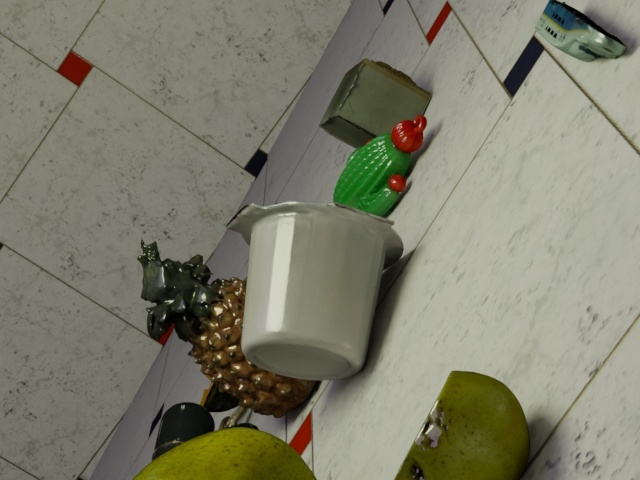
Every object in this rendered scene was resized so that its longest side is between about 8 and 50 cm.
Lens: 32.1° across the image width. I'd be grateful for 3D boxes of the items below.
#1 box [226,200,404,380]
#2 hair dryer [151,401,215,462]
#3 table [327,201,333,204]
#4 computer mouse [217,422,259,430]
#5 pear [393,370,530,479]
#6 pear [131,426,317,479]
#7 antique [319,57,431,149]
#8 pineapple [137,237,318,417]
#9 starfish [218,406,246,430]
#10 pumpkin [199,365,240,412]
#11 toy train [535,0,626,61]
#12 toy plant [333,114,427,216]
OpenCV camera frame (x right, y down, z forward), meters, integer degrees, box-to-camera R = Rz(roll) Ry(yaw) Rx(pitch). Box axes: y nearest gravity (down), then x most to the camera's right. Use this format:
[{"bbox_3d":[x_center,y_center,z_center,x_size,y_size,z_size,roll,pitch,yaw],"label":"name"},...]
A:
[{"bbox_3d":[-0.012,0.094,1.652,0.291,0.263,0.206,59,-144,-58],"label":"box"},{"bbox_3d":[-0.330,0.456,2.077,0.352,0.107,0.189,-40,27,31],"label":"hair dryer"},{"bbox_3d":[0.000,0.000,2.104,0.175,0.062,0.146,-22,29,20],"label":"table"},{"bbox_3d":[-0.178,0.397,1.847,0.137,0.096,0.233,-17,40,36],"label":"computer mouse"},{"bbox_3d":[0.137,0.192,1.026,0.141,0.104,0.141,-55,-13,-19],"label":"pear"},{"bbox_3d":[-0.117,0.368,1.334,0.294,0.294,0.294,-58,13,21],"label":"pear"},{"bbox_3d":[0.100,-0.243,2.034,0.147,0.147,0.152,-62,11,-9],"label":"antique"},{"bbox_3d":[-0.166,0.133,1.828,0.223,0.357,0.223,-56,12,18],"label":"pineapple"},{"bbox_3d":[-0.178,0.385,2.078,0.138,0.050,0.247,-54,18,30],"label":"starfish"},{"bbox_3d":[-0.177,0.265,2.188,0.119,0.108,0.183,-59,18,30],"label":"pumpkin"},{"bbox_3d":[0.315,-0.246,1.351,0.051,0.052,0.234,-62,12,19],"label":"toy train"},{"bbox_3d":[0.102,-0.114,1.899,0.240,0.088,0.154,-20,55,57],"label":"toy plant"}]
